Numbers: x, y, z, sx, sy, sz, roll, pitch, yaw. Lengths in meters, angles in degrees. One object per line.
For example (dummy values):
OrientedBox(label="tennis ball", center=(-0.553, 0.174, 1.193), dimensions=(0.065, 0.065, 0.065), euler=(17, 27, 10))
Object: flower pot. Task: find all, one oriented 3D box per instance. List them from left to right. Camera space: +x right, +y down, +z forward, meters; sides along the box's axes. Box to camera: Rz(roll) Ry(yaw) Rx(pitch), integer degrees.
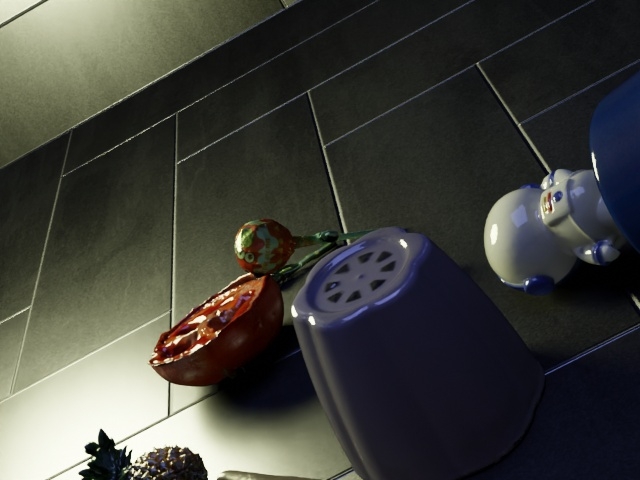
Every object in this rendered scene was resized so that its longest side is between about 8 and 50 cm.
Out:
OrientedBox(label="flower pot", center=(0.103, 0.127, 1.503), dimensions=(0.265, 0.243, 0.265), euler=(-23, 28, 13))

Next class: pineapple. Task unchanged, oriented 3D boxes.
OrientedBox(label="pineapple", center=(-0.233, 0.310, 1.705), dimensions=(0.221, 0.103, 0.083), euler=(-6, 36, 41))

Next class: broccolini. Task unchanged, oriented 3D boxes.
OrientedBox(label="broccolini", center=(-0.037, 0.034, 2.067), dimensions=(0.140, 0.035, 0.030), euler=(-32, 29, -5))

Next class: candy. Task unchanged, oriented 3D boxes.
OrientedBox(label="candy", center=(0.000, 0.002, 1.940), dimensions=(0.288, 0.084, 0.078), euler=(-6, 15, -31))

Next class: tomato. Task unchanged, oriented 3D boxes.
OrientedBox(label="tomato", center=(-0.145, 0.149, 1.911), dimensions=(0.228, 0.101, 0.228), euler=(-30, 17, 10))

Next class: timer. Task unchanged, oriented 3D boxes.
OrientedBox(label="timer", center=(0.361, -0.049, 1.573), dimensions=(0.384, 0.270, 0.270), euler=(-28, 21, 43))

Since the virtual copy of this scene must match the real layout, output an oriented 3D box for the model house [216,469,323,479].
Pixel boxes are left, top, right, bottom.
OrientedBox(label="model house", center=(-0.064, 0.362, 1.397), dimensions=(0.229, 0.122, 0.188), euler=(0, 41, 44))
